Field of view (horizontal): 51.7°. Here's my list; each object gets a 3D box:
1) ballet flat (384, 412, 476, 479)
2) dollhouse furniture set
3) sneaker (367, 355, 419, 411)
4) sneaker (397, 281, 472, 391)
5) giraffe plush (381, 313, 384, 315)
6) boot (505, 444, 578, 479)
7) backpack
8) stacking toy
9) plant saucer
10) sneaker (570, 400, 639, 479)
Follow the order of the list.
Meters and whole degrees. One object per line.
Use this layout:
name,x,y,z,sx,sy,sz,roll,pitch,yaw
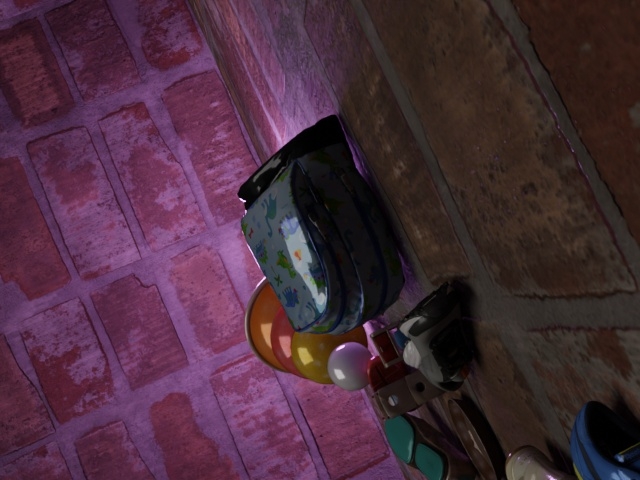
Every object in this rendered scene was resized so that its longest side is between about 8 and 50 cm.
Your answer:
ballet flat,0.248,0.475,1.494,0.316,0.106,0.108,-150,71,-71
dollhouse furniture set,0.157,0.275,1.419,0.129,0.129,0.184,89,156,-73
sneaker,0.161,0.319,1.595,0.221,0.087,0.128,53,-174,-37
sneaker,0.185,0.150,0.988,0.108,0.100,0.271,46,168,27
giraffe plush,0.044,0.126,1.605,0.210,0.170,0.181,75,169,-53
boot,0.310,0.362,0.786,0.165,0.077,0.213,152,94,-81
backpack,0.000,0.000,1.236,0.355,0.273,0.290,53,140,-3
stacking toy,0.007,0.275,1.768,0.351,0.350,0.480,68,169,-20
plant saucer,0.280,0.355,1.177,0.168,0.029,0.168,157,90,-83
sneaker,0.279,0.220,0.541,0.209,0.069,0.082,-123,15,-53
